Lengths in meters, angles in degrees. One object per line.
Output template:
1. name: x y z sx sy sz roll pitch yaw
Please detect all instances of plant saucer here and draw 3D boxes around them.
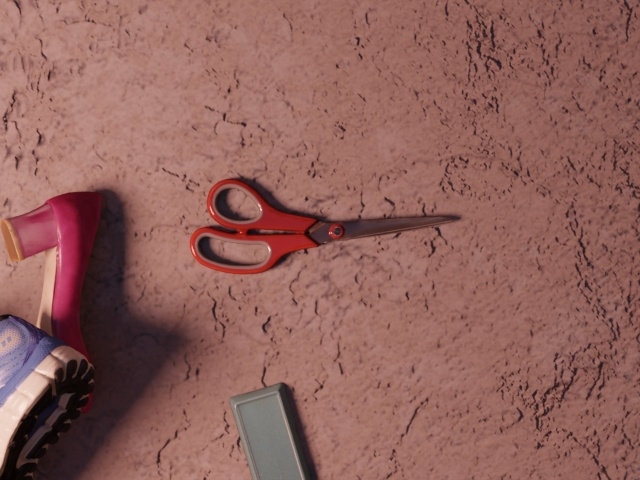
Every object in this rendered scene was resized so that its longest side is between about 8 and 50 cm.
1. plant saucer: -0.049 0.266 1.112 0.067 0.018 0.192 -16 92 -1

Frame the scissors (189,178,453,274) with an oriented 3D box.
1. scissors: 0.000 0.000 1.110 0.297 0.021 0.109 9 88 -3

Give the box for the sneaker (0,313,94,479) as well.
1. sneaker: -0.381 0.222 1.025 0.147 0.130 0.330 37 95 22

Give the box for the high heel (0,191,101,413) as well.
1. high heel: -0.270 0.069 1.088 0.117 0.082 0.244 -22 98 -31
